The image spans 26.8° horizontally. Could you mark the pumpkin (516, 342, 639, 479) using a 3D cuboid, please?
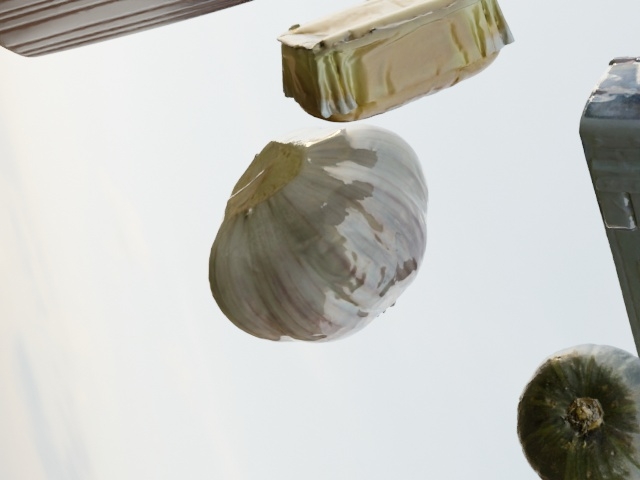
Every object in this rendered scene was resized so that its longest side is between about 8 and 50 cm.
[{"bbox_3d":[0.379,0.253,1.859,0.223,0.224,0.157,63,12,22],"label":"pumpkin"}]

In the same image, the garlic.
[{"bbox_3d":[0.000,0.000,1.746,0.259,0.317,0.317,36,-7,-22],"label":"garlic"}]

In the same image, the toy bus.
[{"bbox_3d":[0.202,-0.013,0.792,0.064,0.075,0.190,7,-48,39],"label":"toy bus"}]

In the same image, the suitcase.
[{"bbox_3d":[-0.206,-0.291,1.255,0.236,0.297,0.161,31,48,-77],"label":"suitcase"}]

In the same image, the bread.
[{"bbox_3d":[0.080,-0.212,1.485,0.136,0.241,0.107,39,-33,61],"label":"bread"}]
